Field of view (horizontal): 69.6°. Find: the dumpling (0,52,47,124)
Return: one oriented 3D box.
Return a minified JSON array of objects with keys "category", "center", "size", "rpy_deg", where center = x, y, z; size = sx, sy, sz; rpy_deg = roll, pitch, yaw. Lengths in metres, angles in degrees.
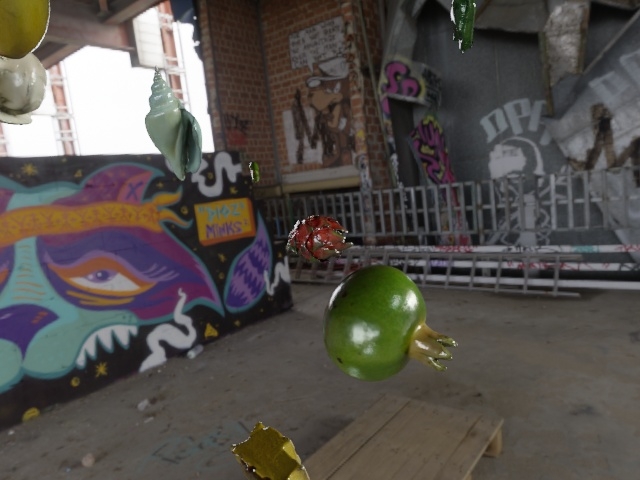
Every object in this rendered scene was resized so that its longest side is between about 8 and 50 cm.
[{"category":"dumpling","center":[-0.550,-0.274,0.819],"size":[0.119,0.136,0.199],"rpy_deg":[8,-11,-3]}]

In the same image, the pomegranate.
[{"category":"pomegranate","center":[0.167,0.217,1.183],"size":[0.359,0.309,0.216],"rpy_deg":[21,-16,28]}]

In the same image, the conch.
[{"category":"conch","center":[-0.218,-0.174,0.702],"size":[0.088,0.180,0.065],"rpy_deg":[-2,34,10]}]

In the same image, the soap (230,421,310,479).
[{"category":"soap","center":[-0.100,0.679,1.256],"size":[0.143,0.280,0.259],"rpy_deg":[-31,25,-31]}]

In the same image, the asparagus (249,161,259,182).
[{"category":"asparagus","center":[-0.191,-0.193,1.333],"size":[0.025,0.021,0.108],"rpy_deg":[-32,40,14]}]

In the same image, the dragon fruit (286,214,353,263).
[{"category":"dragon fruit","center":[-0.008,-0.004,1.583],"size":[0.189,0.182,0.182],"rpy_deg":[24,-10,-30]}]

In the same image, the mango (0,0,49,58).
[{"category":"mango","center":[-0.412,-0.332,0.606],"size":[0.122,0.191,0.085],"rpy_deg":[21,41,14]}]

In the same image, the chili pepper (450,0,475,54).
[{"category":"chili pepper","center":[0.368,-0.601,1.184],"size":[0.061,0.224,0.098],"rpy_deg":[-5,34,-3]}]
